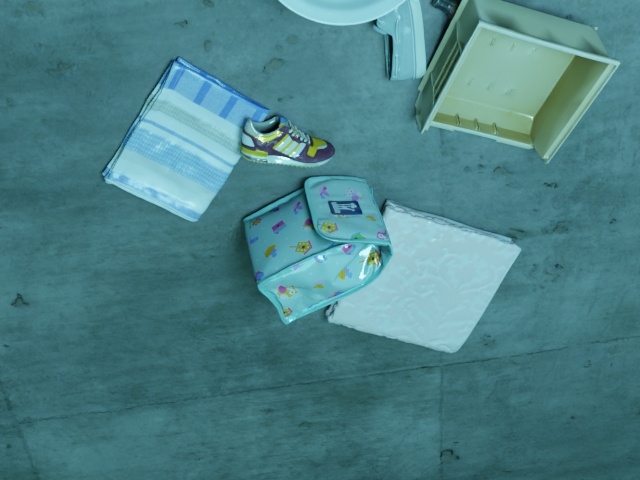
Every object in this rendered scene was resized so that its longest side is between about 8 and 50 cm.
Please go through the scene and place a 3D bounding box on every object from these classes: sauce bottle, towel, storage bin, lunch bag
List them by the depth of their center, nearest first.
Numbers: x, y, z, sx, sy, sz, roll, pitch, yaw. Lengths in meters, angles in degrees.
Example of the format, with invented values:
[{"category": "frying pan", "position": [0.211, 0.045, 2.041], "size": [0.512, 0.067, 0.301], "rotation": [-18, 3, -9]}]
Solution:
[{"category": "sauce bottle", "position": [0.258, -0.401, 1.383], "size": [0.128, 0.042, 0.042], "rotation": [24, 116, -20]}, {"category": "storage bin", "position": [0.334, -0.280, 1.393], "size": [0.262, 0.123, 0.260], "rotation": [11, 136, -14]}, {"category": "towel", "position": [-0.253, -0.178, 1.459], "size": [0.209, 0.034, 0.285], "rotation": [27, 114, -23]}, {"category": "lunch bag", "position": [0.000, 0.000, 1.492], "size": [0.262, 0.223, 0.160], "rotation": [-28, 128, 9]}, {"category": "towel", "position": [0.219, 0.089, 1.681], "size": [0.331, 0.053, 0.317], "rotation": [16, 118, -18]}]

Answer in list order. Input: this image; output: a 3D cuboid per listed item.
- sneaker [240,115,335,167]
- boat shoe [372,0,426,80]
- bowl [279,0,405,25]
[{"category": "sneaker", "position": [-0.055, -0.188, 1.449], "size": [0.185, 0.070, 0.084], "rotation": [-2, 125, -21]}, {"category": "boat shoe", "position": [0.131, -0.380, 1.356], "size": [0.081, 0.079, 0.228], "rotation": [-16, 126, -3]}, {"category": "bowl", "position": [0.032, -0.503, 1.227], "size": [0.297, 0.134, 0.298], "rotation": [-2, 121, -3]}]
